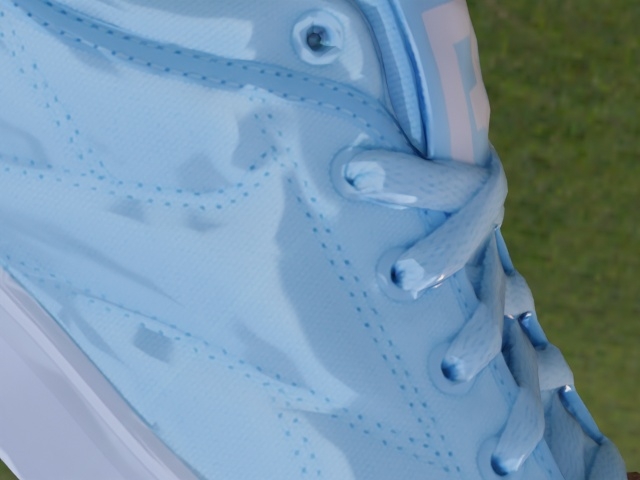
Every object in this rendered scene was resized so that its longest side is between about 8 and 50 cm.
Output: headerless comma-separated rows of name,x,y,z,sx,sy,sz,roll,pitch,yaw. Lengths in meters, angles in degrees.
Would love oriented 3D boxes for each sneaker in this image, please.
sneaker,0.000,0.000,0.437,0.366,0.135,0.150,40,110,-3

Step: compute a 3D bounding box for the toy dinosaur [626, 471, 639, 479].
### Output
toy dinosaur,0.133,0.127,0.716,0.295,0.200,0.127,-16,125,42
